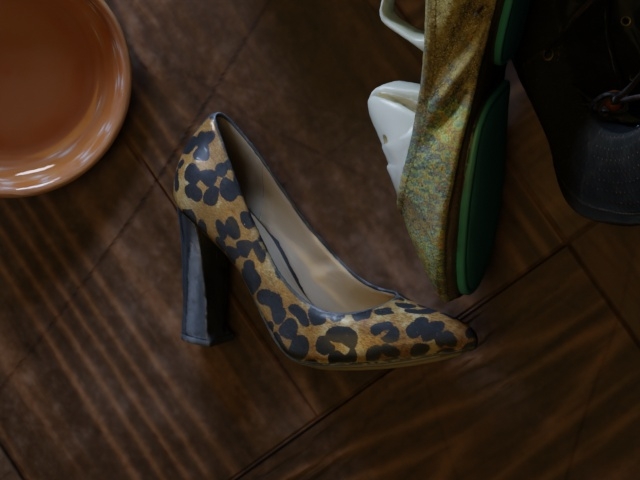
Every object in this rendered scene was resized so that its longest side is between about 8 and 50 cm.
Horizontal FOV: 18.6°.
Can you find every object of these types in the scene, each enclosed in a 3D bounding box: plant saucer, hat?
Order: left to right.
[{"bbox_3d":[-0.252,-0.134,1.578,0.200,0.037,0.200,-2,108,-7],"label":"plant saucer"},{"bbox_3d":[0.255,-0.176,1.385,0.134,0.331,0.331,-5,93,-22],"label":"hat"}]

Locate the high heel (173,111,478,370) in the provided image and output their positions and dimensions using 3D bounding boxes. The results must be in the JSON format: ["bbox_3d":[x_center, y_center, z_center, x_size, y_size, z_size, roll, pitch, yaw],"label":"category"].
[{"bbox_3d":[0.000,0.000,1.510,0.261,0.093,0.186,6,102,26],"label":"high heel"}]

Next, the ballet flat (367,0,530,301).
[{"bbox_3d":[0.093,-0.128,1.443,0.123,0.123,0.349,15,114,16],"label":"ballet flat"}]
